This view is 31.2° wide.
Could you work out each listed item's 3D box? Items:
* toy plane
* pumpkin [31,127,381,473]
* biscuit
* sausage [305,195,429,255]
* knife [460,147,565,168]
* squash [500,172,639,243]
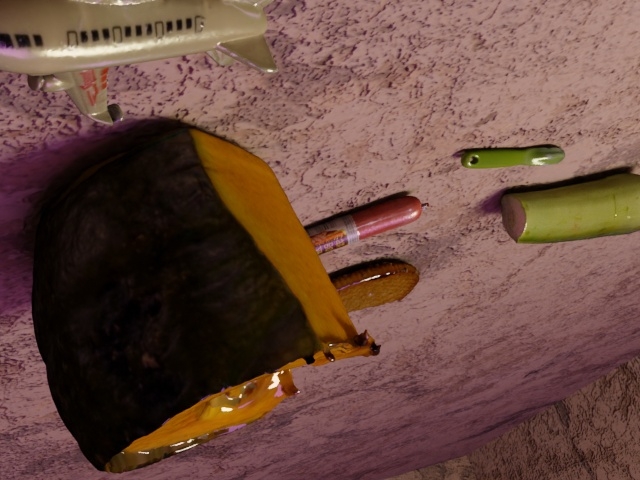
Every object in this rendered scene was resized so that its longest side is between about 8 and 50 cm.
[{"bbox_3d":[-0.118,-0.135,0.670,0.244,0.092,0.229,-3,155,-42],"label":"toy plane"},{"bbox_3d":[-0.120,0.065,0.990,0.256,0.225,0.303,-8,155,-42],"label":"pumpkin"},{"bbox_3d":[0.050,0.061,1.470,0.206,0.025,0.126,-11,158,-34],"label":"biscuit"},{"bbox_3d":[0.000,0.000,1.242,0.253,0.034,0.034,-20,160,-7],"label":"sausage"},{"bbox_3d":[0.219,-0.092,1.266,0.184,0.022,0.026,-6,-176,-41],"label":"knife"},{"bbox_3d":[0.328,-0.039,1.448,0.250,0.083,0.083,-7,156,-30],"label":"squash"}]
